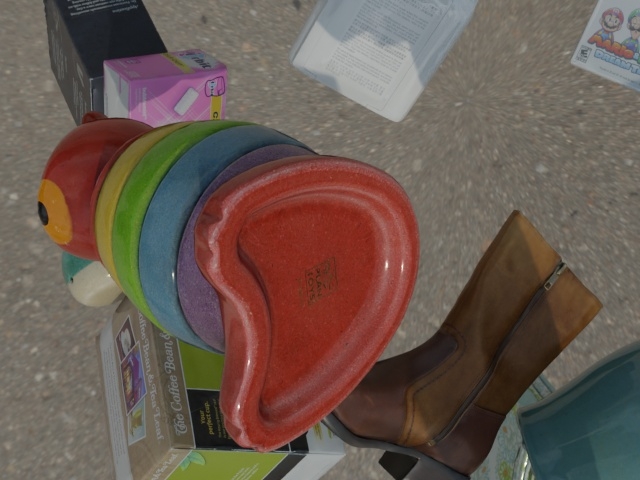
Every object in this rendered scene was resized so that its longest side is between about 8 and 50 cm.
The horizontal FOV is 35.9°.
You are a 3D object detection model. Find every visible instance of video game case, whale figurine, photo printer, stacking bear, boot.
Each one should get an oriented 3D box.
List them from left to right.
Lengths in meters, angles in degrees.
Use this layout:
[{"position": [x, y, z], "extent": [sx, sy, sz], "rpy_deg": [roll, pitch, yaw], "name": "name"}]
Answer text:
[{"position": [-0.325, 0.010, 1.728], "extent": [0.141, 0.272, 0.216], "rpy_deg": [61, 142, 9], "name": "whale figurine"}, {"position": [-0.090, -0.011, 0.676], "extent": [0.289, 0.164, 0.175], "rpy_deg": [22, 128, 43], "name": "stacking bear"}, {"position": [0.118, -0.395, 1.780], "extent": [0.256, 0.107, 0.307], "rpy_deg": [27, 125, -10], "name": "photo printer"}, {"position": [0.119, 0.088, 0.946], "extent": [0.264, 0.096, 0.280], "rpy_deg": [40, 85, -18], "name": "boot"}, {"position": [0.413, -0.257, 1.229], "extent": [0.157, 0.019, 0.143], "rpy_deg": [25, 97, 8], "name": "video game case"}]

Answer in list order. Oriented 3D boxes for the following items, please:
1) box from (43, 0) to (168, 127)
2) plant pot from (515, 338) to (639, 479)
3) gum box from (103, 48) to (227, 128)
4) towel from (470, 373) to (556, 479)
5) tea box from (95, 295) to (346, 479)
[{"position": [-0.236, -0.196, 1.094], "extent": [0.093, 0.156, 0.158], "rpy_deg": [-18, 64, -20], "name": "box"}, {"position": [0.345, 0.224, 1.004], "extent": [0.255, 0.271, 0.271], "rpy_deg": [-17, 95, 7], "name": "plant pot"}, {"position": [-0.161, -0.094, 1.018], "extent": [0.062, 0.107, 0.188], "rpy_deg": [39, 133, 44], "name": "gum box"}, {"position": [0.350, 0.387, 1.824], "extent": [0.090, 0.374, 0.320], "rpy_deg": [5, 105, -8], "name": "towel"}, {"position": [-0.175, 0.256, 1.652], "extent": [0.324, 0.329, 0.220], "rpy_deg": [12, 137, -33], "name": "tea box"}]
